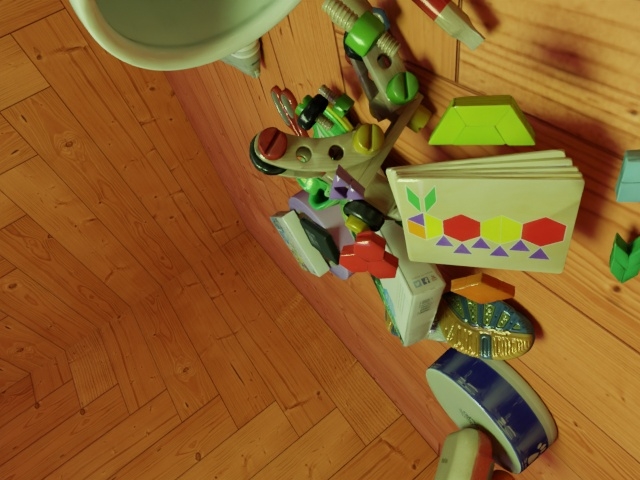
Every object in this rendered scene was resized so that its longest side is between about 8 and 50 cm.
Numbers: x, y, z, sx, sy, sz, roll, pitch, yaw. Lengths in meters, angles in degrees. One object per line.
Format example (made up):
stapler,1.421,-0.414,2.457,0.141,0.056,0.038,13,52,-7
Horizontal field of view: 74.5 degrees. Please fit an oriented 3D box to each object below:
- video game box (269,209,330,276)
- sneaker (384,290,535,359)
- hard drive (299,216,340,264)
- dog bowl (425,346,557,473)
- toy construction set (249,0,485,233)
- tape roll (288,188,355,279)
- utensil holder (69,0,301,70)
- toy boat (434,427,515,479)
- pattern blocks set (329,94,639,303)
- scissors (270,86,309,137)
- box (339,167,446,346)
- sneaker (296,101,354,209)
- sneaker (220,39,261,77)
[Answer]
video game box,-0.066,0.005,1.267,0.205,0.048,0.187,59,164,-13
sneaker,0.263,0.145,0.781,0.296,0.130,0.112,3,84,54
hard drive,0.000,0.000,1.081,0.135,0.022,0.094,37,157,53
dog bowl,0.356,0.352,0.907,0.265,0.104,0.265,50,166,17
toy construction set,0.081,-0.146,0.526,0.237,0.258,0.309,39,151,-4
tape roll,0.024,-0.027,1.174,0.275,0.090,0.275,51,166,19
utensil holder,-0.190,-0.446,0.436,0.386,0.327,0.327,58,167,1
toy boat,0.328,0.487,0.869,0.151,0.151,0.231,20,156,14
pattern blocks set,0.166,-0.024,0.449,0.324,0.026,0.286,10,142,17
scissors,-0.035,-0.238,1.032,0.109,0.021,0.297,25,148,60
box,0.107,0.000,0.741,0.232,0.058,0.322,78,173,-58
sneaker,0.012,-0.151,0.842,0.109,0.123,0.296,48,164,27
sneaker,-0.238,-0.468,0.981,0.281,0.105,0.115,47,164,28
